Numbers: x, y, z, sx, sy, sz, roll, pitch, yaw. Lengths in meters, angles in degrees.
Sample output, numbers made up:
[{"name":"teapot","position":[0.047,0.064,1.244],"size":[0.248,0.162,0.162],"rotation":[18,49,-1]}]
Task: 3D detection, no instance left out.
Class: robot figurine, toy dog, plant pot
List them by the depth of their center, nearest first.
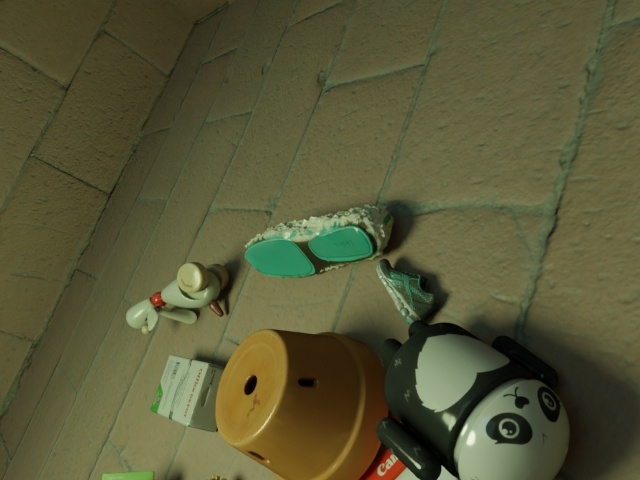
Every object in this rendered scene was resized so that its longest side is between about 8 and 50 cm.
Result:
[{"name":"robot figurine","position":[0.200,0.222,0.689],"size":[0.209,0.173,0.278],"rotation":[-60,37,4]},{"name":"plant pot","position":[-0.050,0.286,0.894],"size":[0.290,0.203,0.291],"rotation":[-33,41,34]},{"name":"toy dog","position":[-0.389,0.189,1.398],"size":[0.333,0.220,0.161],"rotation":[-37,74,37]}]

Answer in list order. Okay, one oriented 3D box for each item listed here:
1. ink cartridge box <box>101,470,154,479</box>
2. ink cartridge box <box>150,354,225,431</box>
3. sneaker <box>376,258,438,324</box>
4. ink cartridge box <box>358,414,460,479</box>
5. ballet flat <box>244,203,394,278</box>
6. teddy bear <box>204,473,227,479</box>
[{"name":"ink cartridge box","position":[-0.440,0.722,1.071],"size":[0.354,0.119,0.207],"rotation":[-105,31,-43]},{"name":"ink cartridge box","position":[-0.326,0.383,1.249],"size":[0.208,0.086,0.153],"rotation":[-5,62,48]},{"name":"sneaker","position":[0.164,0.087,0.929],"size":[0.076,0.065,0.167],"rotation":[-34,45,5]},{"name":"ink cartridge box","position":[0.128,0.385,0.762],"size":[0.189,0.066,0.232],"rotation":[-51,42,11]},{"name":"ballet flat","position":[0.000,0.000,1.132],"size":[0.408,0.147,0.147],"rotation":[-10,59,42]},{"name":"teddy bear","position":[-0.231,0.617,0.989],"size":[0.338,0.113,0.245],"rotation":[-44,32,31]}]
